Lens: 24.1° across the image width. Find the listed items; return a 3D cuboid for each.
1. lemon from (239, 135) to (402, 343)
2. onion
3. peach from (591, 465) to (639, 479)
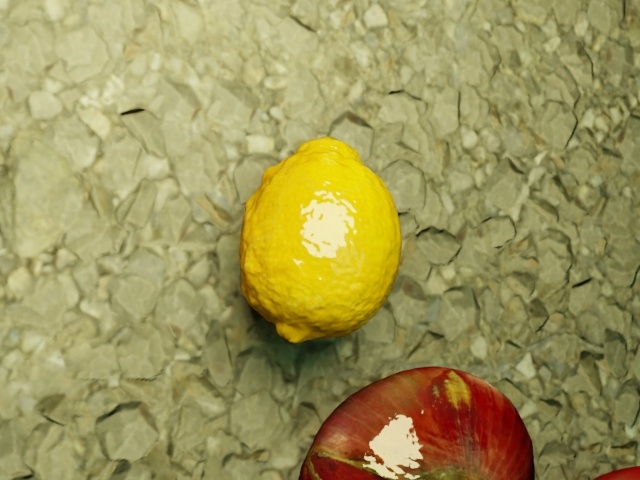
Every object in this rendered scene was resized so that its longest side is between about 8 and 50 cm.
[{"bbox_3d":[0.000,0.000,1.285,0.142,0.142,0.187,18,71,-29],"label":"lemon"},{"bbox_3d":[0.094,0.236,1.339,0.248,0.161,0.248,-19,119,-37],"label":"onion"},{"bbox_3d":[0.290,0.330,1.427,0.190,0.196,0.226,42,64,12],"label":"peach"}]
